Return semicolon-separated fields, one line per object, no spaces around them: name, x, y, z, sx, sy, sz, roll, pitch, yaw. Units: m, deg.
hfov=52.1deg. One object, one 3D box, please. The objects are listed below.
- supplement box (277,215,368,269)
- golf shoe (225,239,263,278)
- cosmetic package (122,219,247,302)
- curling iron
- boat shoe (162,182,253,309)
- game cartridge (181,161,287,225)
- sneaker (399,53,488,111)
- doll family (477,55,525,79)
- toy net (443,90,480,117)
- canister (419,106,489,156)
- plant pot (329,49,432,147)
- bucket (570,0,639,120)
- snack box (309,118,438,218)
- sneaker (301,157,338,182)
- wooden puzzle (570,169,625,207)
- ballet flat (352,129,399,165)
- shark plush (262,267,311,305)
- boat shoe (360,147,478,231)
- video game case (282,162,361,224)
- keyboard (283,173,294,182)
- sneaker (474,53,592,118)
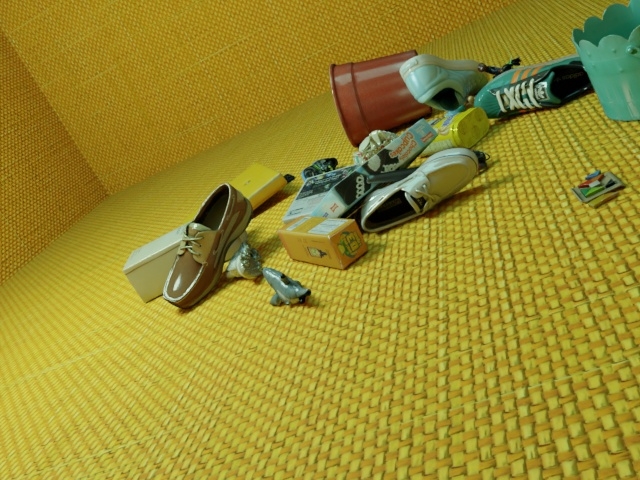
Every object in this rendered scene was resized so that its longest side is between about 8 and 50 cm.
supplement box;0.000;0.000;1.377;0.080;0.078;0.233;-33;20;-22
golf shoe;-0.181;0.065;1.510;0.086;0.069;0.176;-45;12;7
cosmetic package;-0.355;0.028;1.748;0.309;0.113;0.160;-29;19;2
curling iron;0.229;-0.149;1.392;0.274;0.035;0.068;-13;26;-10
boat shoe;-0.282;0.002;1.551;0.122;0.120;0.324;14;64;27
game cartridge;-0.276;-0.116;2.049;0.323;0.053;0.285;-40;23;-7
sneaker;0.371;-0.427;1.872;0.365;0.150;0.135;-8;-17;-41
doll family;0.507;-0.450;1.767;0.111;0.076;0.193;-2;3;-27
toy net;0.398;-0.349;1.788;0.232;0.045;0.122;-36;-9;-29
canister;0.315;-0.267;1.634;0.126;0.073;0.170;-40;21;-32
plant pot;0.197;-0.458;2.037;0.265;0.272;0.272;-15;22;15
bucket;0.646;-0.367;1.260;0.281;0.183;0.281;-25;20;10
snack box;0.115;-0.139;1.496;0.322;0.060;0.187;-39;-4;-28
sneaker;0.001;-0.200;1.905;0.078;0.067;0.188;-20;19;30
wooden puzzle;0.452;-0.089;1.071;0.078;0.014;0.116;-26;19;8
ballet flat;0.159;-0.266;1.842;0.091;0.077;0.241;-16;22;34
shark plush;-0.067;0.092;1.245;0.073;0.067;0.161;-31;19;-9
boat shoe;0.196;-0.095;1.323;0.267;0.096;0.088;-23;27;22
video game case;0.005;-0.121;1.715;0.190;0.022;0.173;-12;38;41
keyboard;-0.182;-0.173;2.141;0.192;0.038;0.100;-33;19;-16
sneaker;0.507;-0.361;1.553;0.302;0.108;0.121;-17;17;25
